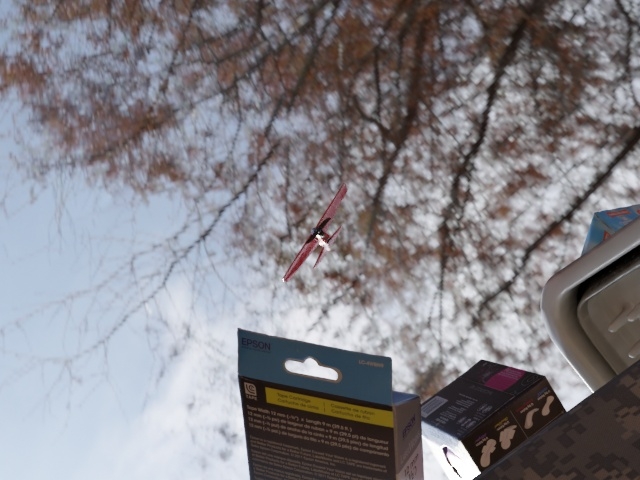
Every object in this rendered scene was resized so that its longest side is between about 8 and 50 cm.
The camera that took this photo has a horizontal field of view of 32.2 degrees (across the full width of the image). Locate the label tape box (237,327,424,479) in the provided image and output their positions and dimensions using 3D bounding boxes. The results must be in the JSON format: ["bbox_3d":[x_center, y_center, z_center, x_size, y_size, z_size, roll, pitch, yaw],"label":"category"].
[{"bbox_3d":[0.019,0.282,1.620,0.249,0.115,0.347,7,-66,25],"label":"label tape box"}]

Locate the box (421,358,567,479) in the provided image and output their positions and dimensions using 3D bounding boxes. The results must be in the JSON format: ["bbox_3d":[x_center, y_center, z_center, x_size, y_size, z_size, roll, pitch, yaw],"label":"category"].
[{"bbox_3d":[0.262,0.291,1.665,0.163,0.247,0.142,-35,-83,-11],"label":"box"}]

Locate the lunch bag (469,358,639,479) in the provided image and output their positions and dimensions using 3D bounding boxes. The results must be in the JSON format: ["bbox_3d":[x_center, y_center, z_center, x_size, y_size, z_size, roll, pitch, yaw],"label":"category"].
[{"bbox_3d":[0.219,0.222,0.599,0.305,0.256,0.212,-35,-54,4],"label":"lunch bag"}]

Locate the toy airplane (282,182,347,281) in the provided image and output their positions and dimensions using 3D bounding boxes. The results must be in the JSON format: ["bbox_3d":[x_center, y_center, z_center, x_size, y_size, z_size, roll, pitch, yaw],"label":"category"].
[{"bbox_3d":[0.000,0.000,1.445,0.028,0.151,0.151,32,-71,6],"label":"toy airplane"}]

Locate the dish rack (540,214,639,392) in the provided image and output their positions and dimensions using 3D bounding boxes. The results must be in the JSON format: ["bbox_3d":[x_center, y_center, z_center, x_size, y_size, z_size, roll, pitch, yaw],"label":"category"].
[{"bbox_3d":[0.326,0.075,0.742,0.072,0.285,0.333,-36,-6,-34],"label":"dish rack"}]

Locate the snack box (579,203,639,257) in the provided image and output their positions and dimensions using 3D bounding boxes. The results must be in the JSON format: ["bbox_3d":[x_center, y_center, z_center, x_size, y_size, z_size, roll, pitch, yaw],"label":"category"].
[{"bbox_3d":[0.530,0.024,1.677,0.322,0.060,0.187,-10,-51,-24],"label":"snack box"}]
